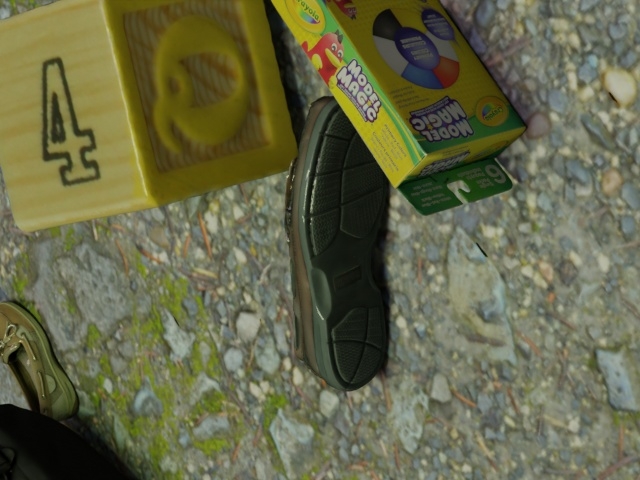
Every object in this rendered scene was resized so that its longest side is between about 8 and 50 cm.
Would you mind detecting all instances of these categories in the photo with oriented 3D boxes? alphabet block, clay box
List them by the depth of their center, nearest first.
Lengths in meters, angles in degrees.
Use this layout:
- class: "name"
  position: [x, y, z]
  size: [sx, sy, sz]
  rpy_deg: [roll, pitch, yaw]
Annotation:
- class: "clay box"
  position: [0.071, -0.130, 1.478]
  size: [0.222, 0.127, 0.053]
  rpy_deg: [56, 134, 16]
- class: "alphabet block"
  position: [-0.165, -0.126, 1.644]
  size: [0.197, 0.192, 0.193]
  rpy_deg: [-9, 98, 44]

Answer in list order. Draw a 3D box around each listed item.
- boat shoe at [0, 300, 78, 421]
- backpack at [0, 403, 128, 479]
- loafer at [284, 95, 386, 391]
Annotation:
- class: "boat shoe"
  position: [-0.321, 0.133, 2.001]
  size: [0.056, 0.048, 0.153]
  rpy_deg: [-46, 70, 42]
- class: "backpack"
  position: [-0.308, 0.388, 1.948]
  size: [0.290, 0.273, 0.355]
  rpy_deg: [40, 106, 26]
- class: "loafer"
  position: [0.000, 0.000, 1.617]
  size: [0.084, 0.096, 0.268]
  rpy_deg: [18, 116, 47]
